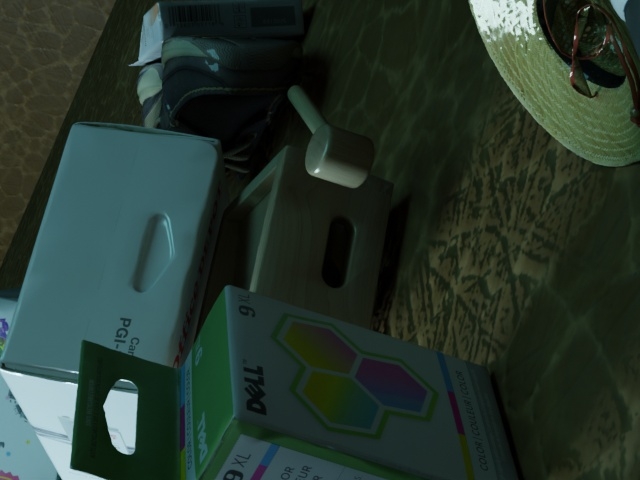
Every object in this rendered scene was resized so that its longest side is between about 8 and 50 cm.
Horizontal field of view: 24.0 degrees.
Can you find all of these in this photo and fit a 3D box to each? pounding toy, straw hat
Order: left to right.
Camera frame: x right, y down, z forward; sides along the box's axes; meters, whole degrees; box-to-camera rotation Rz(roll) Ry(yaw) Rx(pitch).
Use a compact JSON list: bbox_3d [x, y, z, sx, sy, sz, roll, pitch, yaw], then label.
[{"bbox_3d":[0.004,-0.010,1.004,0.206,0.094,0.181,140,146,-59],"label":"pounding toy"},{"bbox_3d":[0.138,-0.107,0.733,0.061,0.144,0.144,-34,10,-14],"label":"straw hat"}]

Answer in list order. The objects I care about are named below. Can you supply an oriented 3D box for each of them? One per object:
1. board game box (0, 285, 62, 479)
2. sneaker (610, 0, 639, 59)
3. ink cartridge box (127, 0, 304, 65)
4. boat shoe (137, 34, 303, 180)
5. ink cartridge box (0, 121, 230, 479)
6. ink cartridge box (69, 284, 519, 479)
[{"bbox_3d":[-0.244,0.195,1.335,0.224,0.098,0.303,-16,-64,-81],"label":"board game box"},{"bbox_3d":[0.221,-0.071,0.407,0.296,0.105,0.146,-27,70,42],"label":"sneaker"},{"bbox_3d":[-0.108,-0.208,1.503,0.179,0.145,0.045,-178,82,-72],"label":"ink cartridge box"},{"bbox_3d":[-0.096,-0.118,1.441,0.355,0.132,0.130,172,97,-77],"label":"boat shoe"},{"bbox_3d":[-0.138,0.068,1.152,0.283,0.117,0.207,86,-166,-62],"label":"ink cartridge box"},{"bbox_3d":[-0.011,0.087,0.739,0.109,0.209,0.062,-99,32,-58],"label":"ink cartridge box"}]
